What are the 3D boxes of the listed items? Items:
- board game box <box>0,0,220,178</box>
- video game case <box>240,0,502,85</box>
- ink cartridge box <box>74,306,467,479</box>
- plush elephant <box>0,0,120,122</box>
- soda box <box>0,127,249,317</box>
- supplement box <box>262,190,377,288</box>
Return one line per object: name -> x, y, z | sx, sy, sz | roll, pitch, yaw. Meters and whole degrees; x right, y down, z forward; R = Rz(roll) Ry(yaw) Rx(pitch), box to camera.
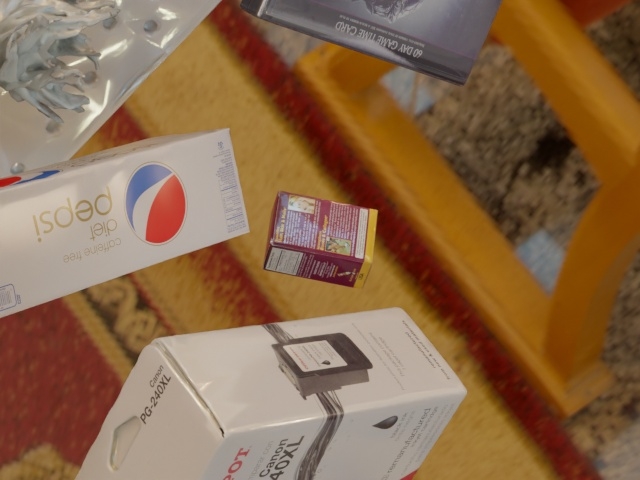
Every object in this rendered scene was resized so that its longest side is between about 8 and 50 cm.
board game box -> -0.312, -0.144, 1.076 | 0.390, 0.390, 0.050 | -45, 41, 4
video game case -> 0.077, -0.242, 1.052 | 0.196, 0.026, 0.274 | 12, 105, -46
ink cartridge box -> -0.023, 0.094, 0.793 | 0.150, 0.109, 0.063 | -5, 46, -42
plush elephant -> -0.282, -0.069, 0.716 | 0.330, 0.272, 0.255 | 9, 23, 15
soda box -> -0.144, -0.010, 1.014 | 0.216, 0.074, 0.069 | -19, 102, -46
supplement box -> 0.000, 0.000, 1.381 | 0.083, 0.043, 0.055 | 12, 56, -5
